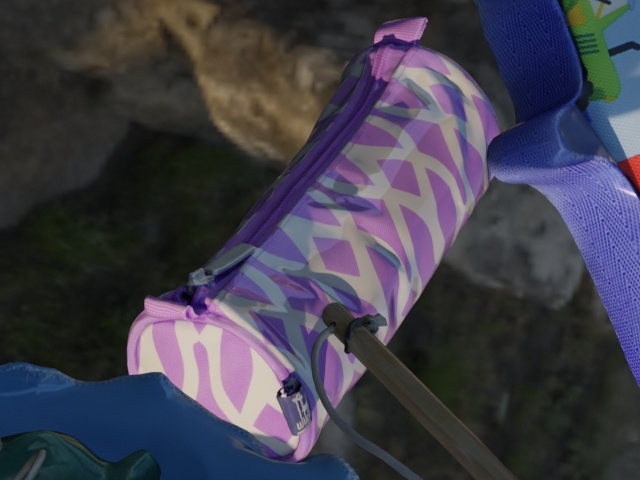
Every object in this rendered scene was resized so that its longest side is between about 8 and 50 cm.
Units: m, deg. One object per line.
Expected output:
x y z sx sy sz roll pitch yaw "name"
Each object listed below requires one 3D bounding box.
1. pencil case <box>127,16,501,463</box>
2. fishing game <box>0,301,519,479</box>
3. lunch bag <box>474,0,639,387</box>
0.000 0.000 0.688 0.206 0.086 0.088 -53 126 -44 "pencil case"
-0.066 0.071 0.332 0.264 0.189 0.041 -9 123 -24 "fishing game"
0.169 -0.059 0.577 0.293 0.138 0.221 -19 87 -40 "lunch bag"
